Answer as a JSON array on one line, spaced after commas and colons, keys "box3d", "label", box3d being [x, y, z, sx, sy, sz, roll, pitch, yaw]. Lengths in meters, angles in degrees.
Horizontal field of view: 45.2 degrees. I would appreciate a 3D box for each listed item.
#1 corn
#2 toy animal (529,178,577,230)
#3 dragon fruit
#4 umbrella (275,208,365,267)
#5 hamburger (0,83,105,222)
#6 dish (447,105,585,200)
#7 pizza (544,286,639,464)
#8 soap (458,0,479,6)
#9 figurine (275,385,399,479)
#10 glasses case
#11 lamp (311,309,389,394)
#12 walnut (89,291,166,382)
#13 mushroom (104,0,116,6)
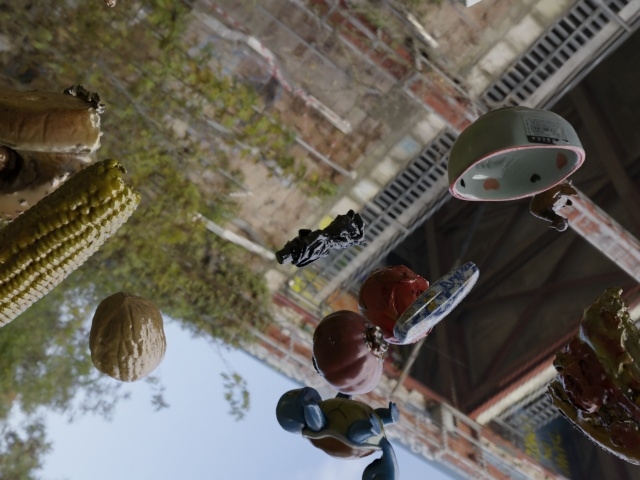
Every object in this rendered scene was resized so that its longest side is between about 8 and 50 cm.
[{"box3d": [-0.420, 0.014, 1.136, 0.363, 0.120, 0.120, -40, -158, 7], "label": "corn"}, {"box3d": [0.703, -0.118, 2.276, 0.188, 0.179, 0.089, -27, 151, -18], "label": "toy animal"}, {"box3d": [0.227, 0.189, 2.278, 0.241, 0.241, 0.252, -38, -112, 40], "label": "dragon fruit"}, {"box3d": [0.001, 0.000, 2.084, 0.272, 0.110, 0.122, -21, -154, -28], "label": "umbrella"}, {"box3d": [-0.568, -0.161, 1.458, 0.445, 0.287, 0.268, -148, -122, -61], "label": "hamburger"}, {"box3d": [0.360, -0.174, 1.460, 0.256, 0.256, 0.117, -33, -122, 48], "label": "dish"}, {"box3d": [0.641, 0.297, 1.758, 0.130, 0.406, 0.440, -17, -166, -20], "label": "pizza"}, {"box3d": [0.430, -0.708, 2.047, 0.183, 0.064, 0.121, -28, -127, -8], "label": "soap"}, {"box3d": [0.079, 0.520, 2.159, 0.298, 0.416, 0.243, -18, 139, -62], "label": "figurine"}, {"box3d": [0.252, 0.131, 1.652, 0.248, 0.065, 0.087, -35, 152, -28], "label": "glasses case"}, {"box3d": [0.034, 0.130, 0.896, 0.090, 0.101, 0.101, -27, -149, 26], "label": "lamp"}, {"box3d": [-0.537, 0.267, 2.139, 0.225, 0.225, 0.261, -97, -167, -62], "label": "walnut"}, {"box3d": [-0.375, -0.445, 1.304, 0.073, 0.088, 0.129, -23, -118, 23], "label": "mushroom"}]
